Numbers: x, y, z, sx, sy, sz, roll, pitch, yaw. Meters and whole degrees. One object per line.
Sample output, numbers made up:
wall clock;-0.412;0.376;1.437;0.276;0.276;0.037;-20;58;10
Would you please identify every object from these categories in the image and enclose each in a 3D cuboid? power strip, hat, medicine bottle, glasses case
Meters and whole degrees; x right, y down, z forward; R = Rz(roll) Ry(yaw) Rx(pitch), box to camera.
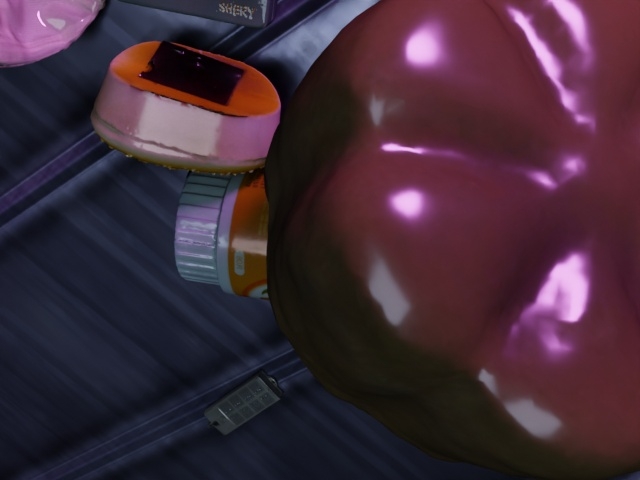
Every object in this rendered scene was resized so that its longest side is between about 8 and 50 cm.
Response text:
power strip;-0.113;0.232;1.206;0.136;0.019;0.051;-36;104;24
hat;-0.362;-0.328;0.948;0.226;0.164;0.219;36;99;5
medicine bottle;0.000;0.000;0.997;0.318;0.158;0.158;8;115;11
glasses case;-0.139;-0.293;0.963;0.184;0.039;0.077;12;116;7

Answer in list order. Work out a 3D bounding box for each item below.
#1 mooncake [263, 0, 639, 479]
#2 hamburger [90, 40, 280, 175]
mooncake;0.182;-0.020;0.777;0.467;0.467;0.262;39;158;-6
hamburger;-0.145;-0.141;0.961;0.210;0.173;0.116;14;128;-6
